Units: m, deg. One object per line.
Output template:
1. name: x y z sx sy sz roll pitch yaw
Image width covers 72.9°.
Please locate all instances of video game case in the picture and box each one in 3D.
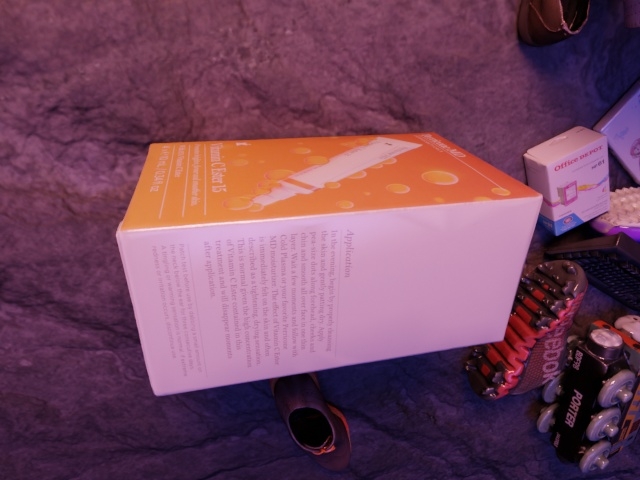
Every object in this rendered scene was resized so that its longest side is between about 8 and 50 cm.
1. video game case: 0.477 -0.176 0.604 0.143 0.019 0.157 31 107 -27

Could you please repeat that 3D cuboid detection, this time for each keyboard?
1. keyboard: 0.523 0.062 0.669 0.316 0.201 0.033 24 66 -26

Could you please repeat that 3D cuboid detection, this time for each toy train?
1. toy train: 0.531 0.288 0.820 0.190 0.142 0.334 -17 120 -20

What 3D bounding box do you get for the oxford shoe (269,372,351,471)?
1. oxford shoe: -0.009 0.314 0.700 0.096 0.098 0.272 -26 122 0

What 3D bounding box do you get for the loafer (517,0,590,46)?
1. loafer: 0.265 -0.312 0.435 0.080 0.078 0.220 -11 120 -9

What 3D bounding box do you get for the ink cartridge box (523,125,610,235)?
1. ink cartridge box: 0.343 -0.082 0.602 0.088 0.052 0.123 -27 121 1

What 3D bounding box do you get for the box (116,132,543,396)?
1. box: 0.000 0.000 0.459 0.344 0.215 0.169 -5 119 -13

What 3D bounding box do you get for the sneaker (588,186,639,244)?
1. sneaker: 0.541 0.000 0.672 0.292 0.102 0.146 -4 120 -13

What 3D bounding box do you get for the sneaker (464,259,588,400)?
1. sneaker: 0.355 0.152 0.709 0.134 0.098 0.276 10 117 -20

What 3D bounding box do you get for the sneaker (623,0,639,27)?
1. sneaker: 0.236 -0.334 0.338 0.182 0.127 0.316 -2 108 7
